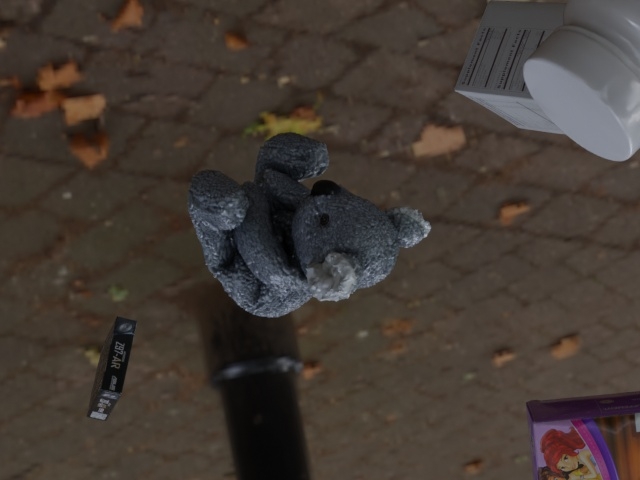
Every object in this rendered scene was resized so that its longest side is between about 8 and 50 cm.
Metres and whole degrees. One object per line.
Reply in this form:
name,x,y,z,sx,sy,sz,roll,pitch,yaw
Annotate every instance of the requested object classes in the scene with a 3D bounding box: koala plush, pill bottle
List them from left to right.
koala plush,0.000,0.000,1.510,0.221,0.203,0.196,6,-153,39
pill bottle,0.335,-0.220,1.280,0.283,0.160,0.160,-46,156,-9

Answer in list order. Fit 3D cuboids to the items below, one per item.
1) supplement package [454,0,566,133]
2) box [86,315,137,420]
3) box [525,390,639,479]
supplement package,0.313,-0.216,1.709,0.139,0.134,0.244,24,176,-36
box,-0.177,0.109,1.136,0.018,0.067,0.083,15,153,-12
box,0.242,0.236,0.834,0.201,0.293,0.057,-7,-173,5
